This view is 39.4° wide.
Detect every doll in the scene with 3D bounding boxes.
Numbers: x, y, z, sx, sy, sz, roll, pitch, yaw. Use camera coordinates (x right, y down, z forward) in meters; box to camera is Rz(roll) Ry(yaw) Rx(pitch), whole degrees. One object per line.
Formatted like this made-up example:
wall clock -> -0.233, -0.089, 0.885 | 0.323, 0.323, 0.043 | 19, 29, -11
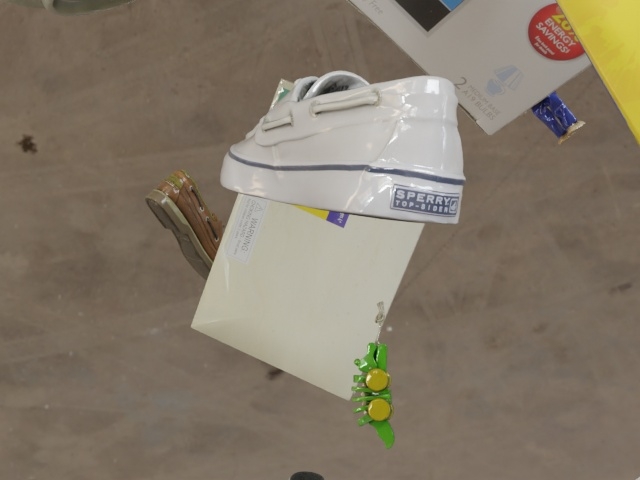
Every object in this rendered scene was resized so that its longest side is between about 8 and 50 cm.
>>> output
doll -> 0.399, -0.263, 1.637 | 0.046, 0.189, 0.129 | -31, 168, -22

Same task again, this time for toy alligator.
toy alligator -> 0.064, 0.175, 1.158 | 0.051, 0.190, 0.056 | -6, 169, 8

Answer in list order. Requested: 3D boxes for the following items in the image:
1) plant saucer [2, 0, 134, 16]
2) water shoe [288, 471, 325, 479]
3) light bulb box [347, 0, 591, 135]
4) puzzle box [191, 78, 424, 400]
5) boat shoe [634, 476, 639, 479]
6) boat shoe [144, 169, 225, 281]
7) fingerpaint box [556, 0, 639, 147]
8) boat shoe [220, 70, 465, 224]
plant saucer -> -0.294, -0.397, 1.228 | 0.400, 0.400, 0.100 | -20, 94, 15
water shoe -> -0.037, 0.400, 1.274 | 0.073, 0.203, 0.080 | 6, 99, 19
light bulb box -> 0.205, -0.395, 1.135 | 0.358, 0.361, 0.225 | 41, 134, -13
puzzle box -> 0.000, 0.000, 1.311 | 0.272, 0.052, 0.409 | 24, 105, 9
boat shoe -> 0.416, 0.307, 1.102 | 0.100, 0.035, 0.035 | -35, 119, 2
boat shoe -> -0.248, -0.015, 1.900 | 0.111, 0.104, 0.307 | 22, 150, 41
fingerpaint box -> 0.356, 0.008, 0.583 | 0.163, 0.445, 0.371 | -33, 152, 24
boat shoe -> 0.011, -0.061, 0.553 | 0.095, 0.258, 0.084 | 5, 94, -29
